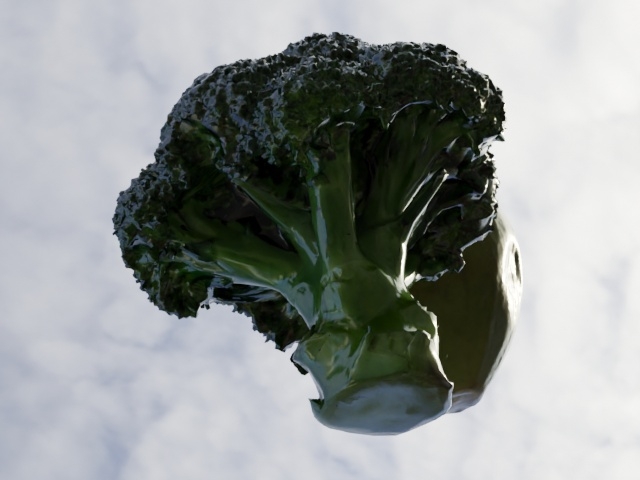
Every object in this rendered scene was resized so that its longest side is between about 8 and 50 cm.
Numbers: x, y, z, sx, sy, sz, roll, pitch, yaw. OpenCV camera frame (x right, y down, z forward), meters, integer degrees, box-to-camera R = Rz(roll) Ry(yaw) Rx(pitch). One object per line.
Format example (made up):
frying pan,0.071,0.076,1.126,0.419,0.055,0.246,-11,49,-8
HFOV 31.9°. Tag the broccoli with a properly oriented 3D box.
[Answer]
broccoli,0.000,0.000,0.791,0.297,0.297,0.297,19,-135,-30

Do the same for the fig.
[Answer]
fig,0.109,0.046,1.113,0.207,0.207,0.230,-37,-97,-27
